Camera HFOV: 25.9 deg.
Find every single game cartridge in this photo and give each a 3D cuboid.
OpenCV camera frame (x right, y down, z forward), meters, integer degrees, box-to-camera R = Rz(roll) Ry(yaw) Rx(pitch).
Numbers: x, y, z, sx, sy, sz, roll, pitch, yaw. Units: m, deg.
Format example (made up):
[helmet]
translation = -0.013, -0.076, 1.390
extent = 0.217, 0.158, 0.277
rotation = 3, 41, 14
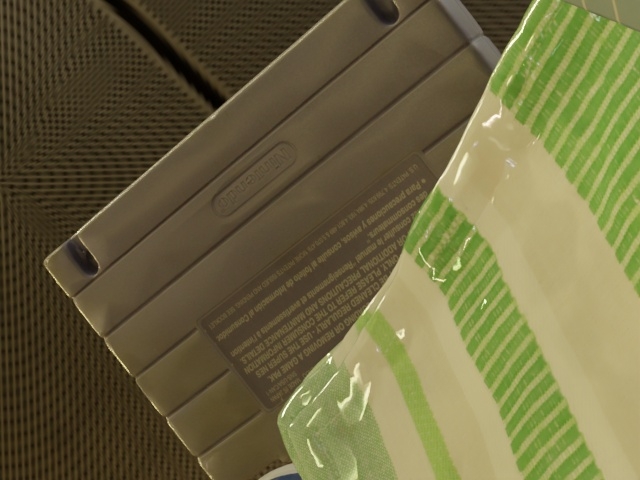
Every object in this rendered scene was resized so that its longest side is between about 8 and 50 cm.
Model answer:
[game cartridge]
translation = 0.000, 0.000, 0.959
extent = 0.355, 0.068, 0.230
rotation = -37, -85, 24

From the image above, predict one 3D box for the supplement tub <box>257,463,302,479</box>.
[supplement tub]
translation = -0.015, 0.372, 1.203
extent = 0.235, 0.325, 0.235
rotation = 9, -57, 14

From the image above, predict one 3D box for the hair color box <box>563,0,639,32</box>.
[hair color box]
translation = 0.007, -0.226, 0.467
extent = 0.374, 0.113, 0.185
rotation = 29, -105, 30

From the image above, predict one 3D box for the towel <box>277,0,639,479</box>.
[towel]
translation = 0.088, 0.049, 0.486
extent = 0.038, 0.248, 0.325
rotation = 8, -50, -30
